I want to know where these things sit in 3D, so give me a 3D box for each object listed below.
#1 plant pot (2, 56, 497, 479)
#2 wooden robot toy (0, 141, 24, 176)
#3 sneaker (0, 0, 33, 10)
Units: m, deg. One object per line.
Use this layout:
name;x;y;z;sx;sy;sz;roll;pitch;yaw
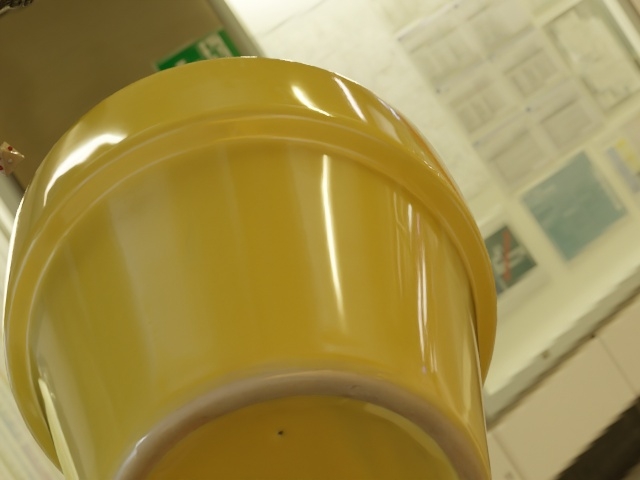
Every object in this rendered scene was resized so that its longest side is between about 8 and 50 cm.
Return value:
plant pot;-0.027;0.070;0.660;0.254;0.254;0.239;-33;26;9
wooden robot toy;-0.401;-0.113;1.459;0.079;0.173;0.076;103;180;-71
sneaker;-0.356;-0.279;1.480;0.162;0.073;0.063;-43;-26;-43
